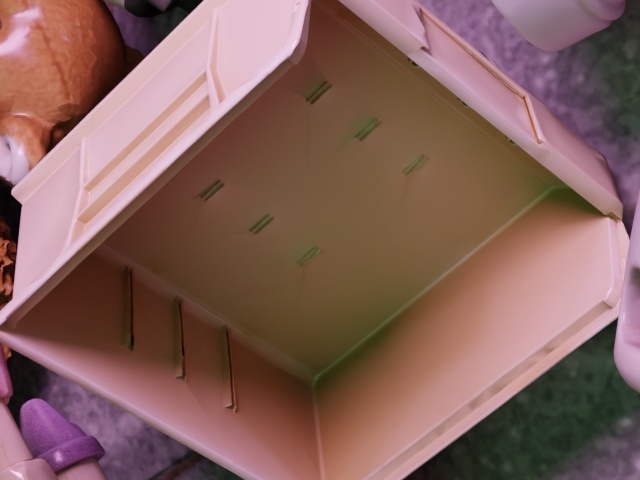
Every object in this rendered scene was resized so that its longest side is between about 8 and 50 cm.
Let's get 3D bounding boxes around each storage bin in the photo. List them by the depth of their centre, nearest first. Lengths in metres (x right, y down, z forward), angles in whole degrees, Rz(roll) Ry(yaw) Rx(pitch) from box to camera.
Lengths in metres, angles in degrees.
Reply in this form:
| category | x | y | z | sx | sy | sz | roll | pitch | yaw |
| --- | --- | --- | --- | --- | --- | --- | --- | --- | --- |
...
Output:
| category | x | y | z | sx | sy | sz | roll | pitch | yaw |
| --- | --- | --- | --- | --- | --- | --- | --- | --- | --- |
| storage bin | 0.000 | 0.000 | 0.919 | 0.262 | 0.123 | 0.260 | 35 | 119 | -29 |

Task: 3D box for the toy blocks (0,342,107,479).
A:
| category | x | y | z | sx | sy | sz | roll | pitch | yaw |
| --- | --- | --- | --- | --- | --- | --- | --- | --- | --- |
| toy blocks | -0.301 | 0.106 | 0.919 | 0.288 | 0.309 | 0.260 | -31 | 78 | 7 |

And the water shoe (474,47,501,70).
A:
| category | x | y | z | sx | sy | sz | roll | pitch | yaw |
| --- | --- | --- | --- | --- | --- | --- | --- | --- | --- |
| water shoe | 0.023 | -0.077 | 1.018 | 0.203 | 0.073 | 0.080 | 0 | 123 | 25 |

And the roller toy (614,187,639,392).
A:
| category | x | y | z | sx | sy | sz | roll | pitch | yaw |
| --- | --- | --- | --- | --- | --- | --- | --- | --- | --- |
| roller toy | 0.253 | 0.020 | 0.834 | 0.191 | 0.209 | 0.146 | 11 | 96 | 24 |

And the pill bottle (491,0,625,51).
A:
| category | x | y | z | sx | sy | sz | roll | pitch | yaw |
| --- | --- | --- | --- | --- | --- | --- | --- | --- | --- |
| pill bottle | 0.229 | -0.233 | 0.821 | 0.334 | 0.188 | 0.188 | -27 | 85 | 26 |

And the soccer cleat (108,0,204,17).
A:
| category | x | y | z | sx | sy | sz | roll | pitch | yaw |
| --- | --- | --- | --- | --- | --- | --- | --- | --- | --- |
| soccer cleat | -0.038 | -0.281 | 0.956 | 0.331 | 0.116 | 0.143 | -44 | 84 | 11 |

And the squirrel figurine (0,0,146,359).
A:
| category | x | y | z | sx | sy | sz | roll | pitch | yaw |
| --- | --- | --- | --- | --- | --- | --- | --- | --- | --- |
| squirrel figurine | -0.298 | -0.061 | 1.092 | 0.370 | 0.281 | 0.397 | -1 | 111 | 15 |
